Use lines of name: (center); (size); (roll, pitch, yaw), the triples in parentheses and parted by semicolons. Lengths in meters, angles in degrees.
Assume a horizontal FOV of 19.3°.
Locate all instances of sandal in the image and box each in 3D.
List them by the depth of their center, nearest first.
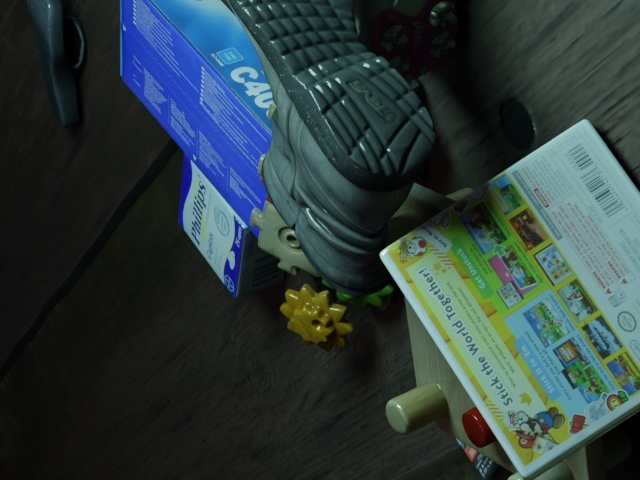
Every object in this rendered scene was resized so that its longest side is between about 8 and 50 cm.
sandal: (-0.344, -0.254, 2.500); (0.254, 0.054, 0.097); (92, 154, -58)

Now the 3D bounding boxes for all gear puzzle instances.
gear puzzle: (0.000, 0.000, 1.929); (0.175, 0.044, 0.339); (26, 139, 13)

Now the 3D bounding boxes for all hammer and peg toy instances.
hammer and peg toy: (0.171, 0.143, 1.710); (0.266, 0.127, 0.361); (27, 133, 52)

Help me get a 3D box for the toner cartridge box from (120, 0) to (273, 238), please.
toner cartridge box: (-0.107, -0.155, 2.076); (0.348, 0.075, 0.165); (49, 148, 34)

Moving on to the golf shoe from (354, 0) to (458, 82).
golf shoe: (0.052, -0.281, 1.627); (0.140, 0.115, 0.306); (50, 148, 39)

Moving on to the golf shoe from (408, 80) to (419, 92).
golf shoe: (0.051, -0.154, 1.790); (0.069, 0.086, 0.176); (74, -169, -69)

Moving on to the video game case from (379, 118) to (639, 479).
video game case: (0.191, 0.046, 1.520); (0.227, 0.206, 0.026); (58, -178, 20)

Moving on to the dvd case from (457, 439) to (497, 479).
dvd case: (0.149, 0.174, 1.909); (0.119, 0.013, 0.087); (54, 151, 24)

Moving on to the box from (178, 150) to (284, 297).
box: (-0.099, -0.029, 2.164); (0.137, 0.072, 0.126); (52, 150, 31)

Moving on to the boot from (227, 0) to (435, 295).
boot: (-0.024, -0.129, 1.635); (0.223, 0.118, 0.338); (108, 144, -59)
